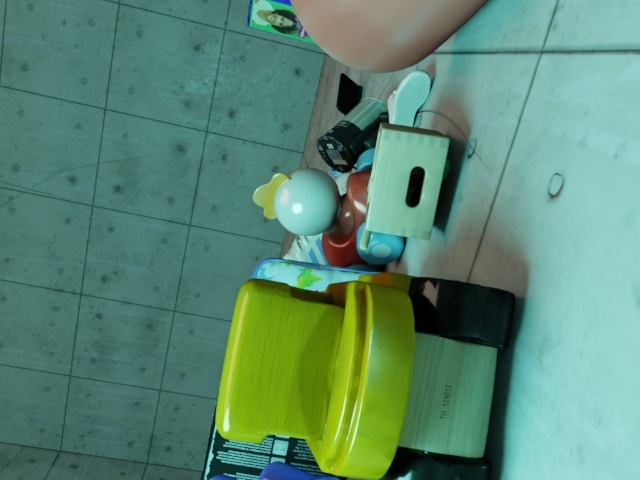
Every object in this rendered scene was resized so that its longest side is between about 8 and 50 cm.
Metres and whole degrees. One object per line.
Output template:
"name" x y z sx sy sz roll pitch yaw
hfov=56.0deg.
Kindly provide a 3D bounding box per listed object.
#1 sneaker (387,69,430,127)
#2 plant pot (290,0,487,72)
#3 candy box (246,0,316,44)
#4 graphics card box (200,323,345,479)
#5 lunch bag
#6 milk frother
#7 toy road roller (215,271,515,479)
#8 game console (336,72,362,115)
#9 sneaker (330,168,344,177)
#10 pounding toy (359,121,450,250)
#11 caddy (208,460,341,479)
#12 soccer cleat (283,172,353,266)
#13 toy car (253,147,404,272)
"sneaker" 0.141 -0.239 0.989 0.134 0.051 0.070 105 167 -53
"plant pot" 0.109 -0.363 0.723 0.243 0.275 0.275 -164 86 -73
"candy box" 0.030 -0.549 1.254 0.122 0.317 0.268 126 155 -75
"graphics card box" -0.062 0.298 1.003 0.094 0.233 0.371 -177 98 -82
"lunch bag" 0.002 0.124 0.851 0.090 0.219 0.176 104 177 -71
"milk frother" 0.089 -0.171 1.136 0.135 0.129 0.143 -45 -40 -24
"toy road roller" 0.024 0.124 0.606 0.329 0.241 0.202 149 133 -79
"game console" 0.069 -0.360 1.600 0.107 0.071 0.122 118 162 -63
"sneaker" 0.058 -0.215 1.519 0.052 0.058 0.135 -92 16 -59
"pounding toy" 0.113 -0.065 0.829 0.206 0.094 0.181 -72 -9 -75
"caddy" -0.064 0.461 0.784 0.179 0.241 0.341 12 91 39
"soccer cleat" 0.000 0.000 1.311 0.116 0.143 0.331 141 140 -78
"toy car" 0.002 -0.042 1.011 0.210 0.238 0.219 109 169 -45
